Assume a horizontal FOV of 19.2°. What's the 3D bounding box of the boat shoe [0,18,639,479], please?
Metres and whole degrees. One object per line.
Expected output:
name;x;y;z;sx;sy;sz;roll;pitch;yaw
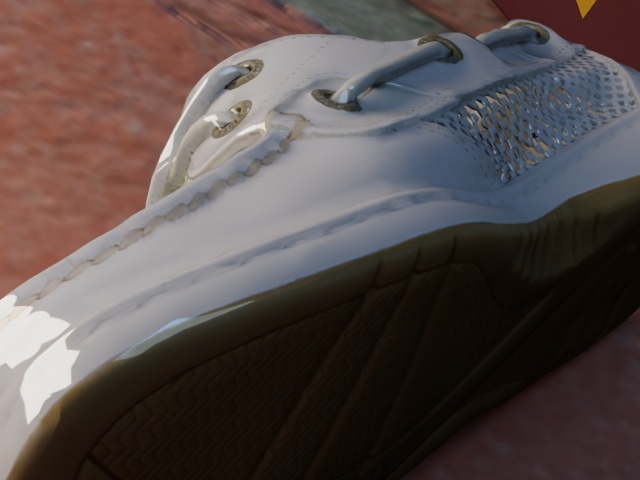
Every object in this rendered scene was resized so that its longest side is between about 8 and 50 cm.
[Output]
boat shoe;0.000;0.000;0.439;0.096;0.098;0.277;41;30;19

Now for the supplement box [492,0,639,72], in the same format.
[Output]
supplement box;0.145;-0.150;0.621;0.129;0.191;0.194;-6;49;-36
